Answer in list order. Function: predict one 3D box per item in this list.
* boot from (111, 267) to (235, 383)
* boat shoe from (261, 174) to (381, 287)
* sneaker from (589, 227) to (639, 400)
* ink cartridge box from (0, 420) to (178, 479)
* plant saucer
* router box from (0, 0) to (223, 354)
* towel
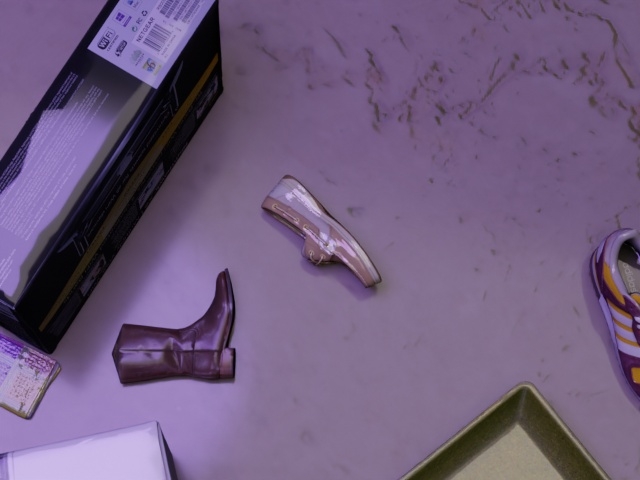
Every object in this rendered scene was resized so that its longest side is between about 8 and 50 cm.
[{"bbox_3d":[-0.135,0.078,1.489,0.114,0.037,0.106,-1,75,2],"label":"boot"},{"bbox_3d":[0.000,0.000,1.505,0.045,0.050,0.135,-42,72,-7],"label":"boat shoe"},{"bbox_3d":[0.300,0.078,1.478,0.069,0.084,0.185,-24,79,-7],"label":"sneaker"},{"bbox_3d":[-0.265,0.250,1.345,0.307,0.223,0.129,-11,77,-5],"label":"ink cartridge box"},{"bbox_3d":[0.170,0.254,1.452,0.188,0.045,0.188,-37,81,-9],"label":"plant saucer"},{"bbox_3d":[-0.197,-0.065,1.411,0.081,0.243,0.309,31,77,5],"label":"router box"},{"bbox_3d":[-0.286,0.120,1.484,0.083,0.009,0.060,26,78,5],"label":"towel"}]
